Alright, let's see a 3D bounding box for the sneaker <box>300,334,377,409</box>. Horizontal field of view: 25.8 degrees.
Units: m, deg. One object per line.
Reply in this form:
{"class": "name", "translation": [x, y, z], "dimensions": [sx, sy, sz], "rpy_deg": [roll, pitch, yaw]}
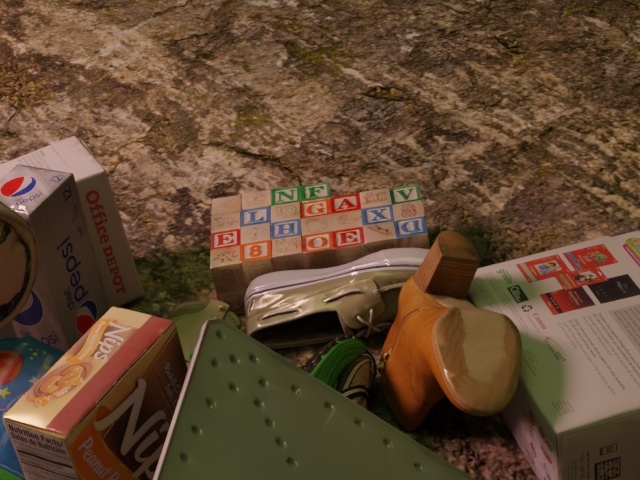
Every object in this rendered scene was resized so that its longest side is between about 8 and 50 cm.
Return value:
{"class": "sneaker", "translation": [0.002, 0.233, 1.605], "dimensions": [0.146, 0.134, 0.343], "rpy_deg": [40, 32, -4]}

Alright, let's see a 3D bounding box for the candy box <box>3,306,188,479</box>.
{"class": "candy box", "translation": [-0.198, 0.250, 1.439], "dimensions": [0.087, 0.316, 0.183], "rpy_deg": [10, 39, 29]}

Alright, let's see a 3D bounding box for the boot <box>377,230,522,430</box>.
{"class": "boot", "translation": [0.138, 0.151, 1.595], "dimensions": [0.104, 0.211, 0.295], "rpy_deg": [11, 37, -13]}

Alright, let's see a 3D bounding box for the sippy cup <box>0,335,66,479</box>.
{"class": "sippy cup", "translation": [-0.348, 0.237, 1.544], "dimensions": [0.240, 0.305, 0.224], "rpy_deg": [-7, 42, 28]}

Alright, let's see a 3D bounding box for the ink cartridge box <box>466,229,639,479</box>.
{"class": "ink cartridge box", "translation": [0.339, 0.137, 1.621], "dimensions": [0.271, 0.130, 0.309], "rpy_deg": [-14, 35, -8]}

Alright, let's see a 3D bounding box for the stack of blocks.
{"class": "stack of blocks", "translation": [0.000, 0.000, 1.944], "dimensions": [0.297, 0.087, 0.171], "rpy_deg": [-9, 34, 3]}

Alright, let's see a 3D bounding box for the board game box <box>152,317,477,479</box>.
{"class": "board game box", "translation": [0.005, 0.303, 1.327], "dimensions": [0.390, 0.050, 0.390], "rpy_deg": [33, 34, -14]}

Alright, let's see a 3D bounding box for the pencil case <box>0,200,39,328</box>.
{"class": "pencil case", "translation": [-0.498, -0.021, 1.654], "dimensions": [0.410, 0.160, 0.183], "rpy_deg": [28, 78, 43]}

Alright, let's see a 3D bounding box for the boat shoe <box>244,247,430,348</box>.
{"class": "boat shoe", "translation": [0.046, 0.086, 1.817], "dimensions": [0.302, 0.109, 0.094], "rpy_deg": [-10, 49, 16]}

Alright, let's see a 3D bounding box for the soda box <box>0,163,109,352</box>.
{"class": "soda box", "translation": [-0.347, 0.049, 1.792], "dimensions": [0.091, 0.286, 0.098], "rpy_deg": [11, 40, 25]}

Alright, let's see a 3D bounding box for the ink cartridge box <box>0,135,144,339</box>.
{"class": "ink cartridge box", "translation": [-0.422, 0.024, 1.904], "dimensions": [0.306, 0.226, 0.131], "rpy_deg": [-24, 35, -16]}

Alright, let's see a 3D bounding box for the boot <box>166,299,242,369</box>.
{"class": "boot", "translation": [-0.141, 0.150, 1.781], "dimensions": [0.213, 0.077, 0.165], "rpy_deg": [9, 37, 31]}
